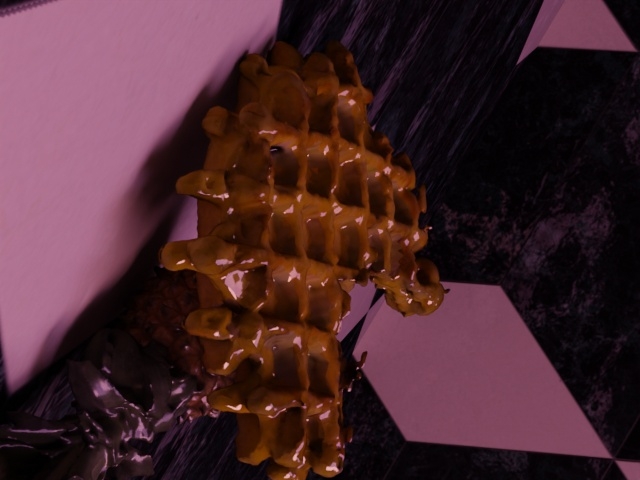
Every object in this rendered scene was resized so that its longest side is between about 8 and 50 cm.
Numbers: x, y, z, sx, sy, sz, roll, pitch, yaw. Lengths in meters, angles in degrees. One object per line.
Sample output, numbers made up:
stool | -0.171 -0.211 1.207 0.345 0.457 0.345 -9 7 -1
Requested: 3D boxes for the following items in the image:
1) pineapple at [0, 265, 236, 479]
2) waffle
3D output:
pineapple | -0.120 0.104 0.925 0.130 0.119 0.277 -41 -177 41
waffle | 0.000 0.000 0.973 0.293 0.069 0.259 -57 133 -50
